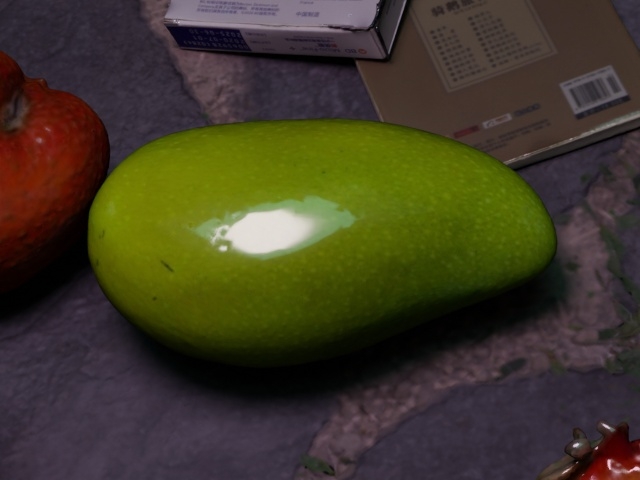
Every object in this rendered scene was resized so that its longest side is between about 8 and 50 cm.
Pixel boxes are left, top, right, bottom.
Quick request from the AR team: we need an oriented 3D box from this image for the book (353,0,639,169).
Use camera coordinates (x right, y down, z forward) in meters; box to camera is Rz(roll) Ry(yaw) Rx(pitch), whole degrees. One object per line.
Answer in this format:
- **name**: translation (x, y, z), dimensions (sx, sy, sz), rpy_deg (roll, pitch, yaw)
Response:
- **book**: translation (0.130, -0.183, 1.485), dimensions (0.217, 0.021, 0.310), rpy_deg (-19, 54, -2)

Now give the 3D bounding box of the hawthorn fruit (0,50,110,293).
- **hawthorn fruit**: translation (-0.289, -0.034, 1.362), dimensions (0.207, 0.207, 0.243), rpy_deg (33, 78, 29)

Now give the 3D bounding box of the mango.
- **mango**: translation (0.000, 0.000, 1.299), dimensions (0.343, 0.156, 0.192), rpy_deg (-3, 57, 6)

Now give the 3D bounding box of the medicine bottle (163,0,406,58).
- **medicine bottle**: translation (-0.016, -0.238, 1.510), dimensions (0.201, 0.052, 0.171), rpy_deg (4, 61, 23)

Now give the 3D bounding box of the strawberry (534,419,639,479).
- **strawberry**: translation (0.220, 0.251, 1.092), dimensions (0.280, 0.150, 0.253), rpy_deg (24, 84, 23)
